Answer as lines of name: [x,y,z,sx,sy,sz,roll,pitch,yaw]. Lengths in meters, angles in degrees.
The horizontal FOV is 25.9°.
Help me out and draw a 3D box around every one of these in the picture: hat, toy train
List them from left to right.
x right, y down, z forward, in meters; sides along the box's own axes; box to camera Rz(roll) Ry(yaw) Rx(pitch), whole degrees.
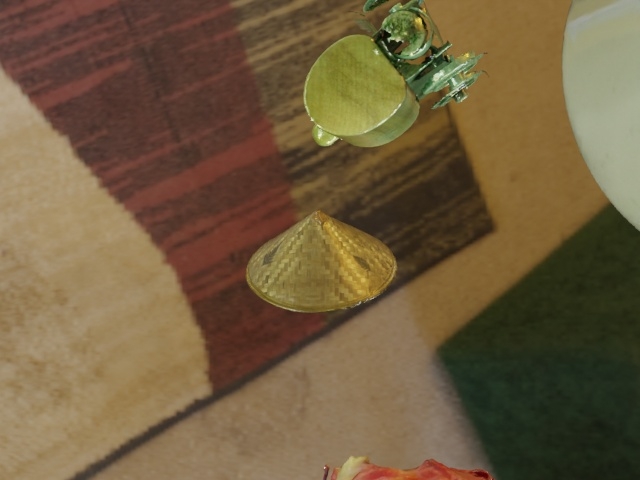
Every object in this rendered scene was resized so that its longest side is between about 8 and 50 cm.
hat: [0.000,0.000,1.310,0.146,0.146,0.067,-29,130,-35]
toy train: [0.062,-0.175,1.394,0.189,0.307,0.126,-28,89,7]

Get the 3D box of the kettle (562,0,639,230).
kettle: [0.311,-0.111,0.673,0.265,0.318,0.205,9,76,-21]

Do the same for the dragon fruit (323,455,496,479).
dragon fruit: [0.121,0.345,1.302,0.386,0.371,0.249,36,67,10]
